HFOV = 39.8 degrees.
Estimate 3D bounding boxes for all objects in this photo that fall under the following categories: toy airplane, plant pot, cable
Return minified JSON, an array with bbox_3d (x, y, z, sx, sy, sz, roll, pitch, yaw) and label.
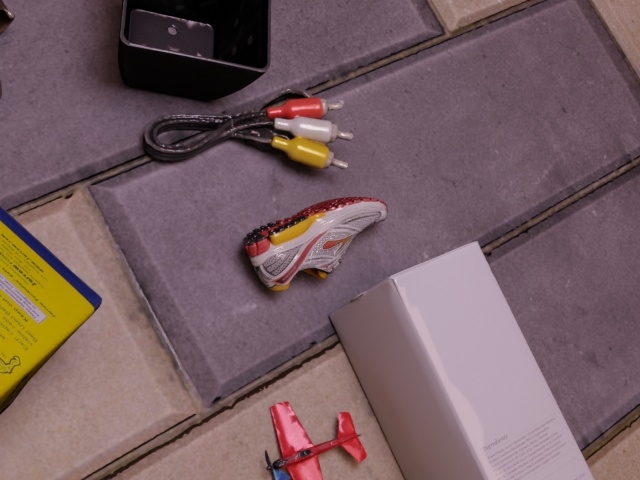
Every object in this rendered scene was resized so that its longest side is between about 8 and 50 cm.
[{"bbox_3d":[-0.003,0.270,1.132,0.151,0.028,0.151,12,59,-21],"label":"toy airplane"},{"bbox_3d":[-0.181,-0.284,1.170,0.188,0.167,0.187,8,69,-22],"label":"plant pot"},{"bbox_3d":[-0.098,-0.167,1.221,0.287,0.072,0.139,4,66,-22],"label":"cable"}]

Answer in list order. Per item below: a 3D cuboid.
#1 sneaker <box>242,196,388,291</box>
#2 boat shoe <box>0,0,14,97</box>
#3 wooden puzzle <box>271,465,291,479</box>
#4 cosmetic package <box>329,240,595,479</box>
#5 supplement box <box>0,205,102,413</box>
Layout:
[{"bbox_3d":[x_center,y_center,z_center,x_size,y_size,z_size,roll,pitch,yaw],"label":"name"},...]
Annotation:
[{"bbox_3d":[0.000,0.000,1.212,0.225,0.088,0.092,-24,104,-28],"label":"sneaker"},{"bbox_3d":[-0.438,-0.288,1.113,0.095,0.095,0.257,6,76,-36],"label":"boat shoe"},{"bbox_3d":[-0.054,0.348,1.100,0.079,0.014,0.116,28,64,-18],"label":"wooden puzzle"},{"bbox_3d":[0.179,0.211,1.145,0.155,0.197,0.365,-20,83,-28],"label":"cosmetic package"},{"bbox_3d":[-0.395,0.117,0.823,0.195,0.194,0.356,43,20,-5],"label":"supplement box"}]
